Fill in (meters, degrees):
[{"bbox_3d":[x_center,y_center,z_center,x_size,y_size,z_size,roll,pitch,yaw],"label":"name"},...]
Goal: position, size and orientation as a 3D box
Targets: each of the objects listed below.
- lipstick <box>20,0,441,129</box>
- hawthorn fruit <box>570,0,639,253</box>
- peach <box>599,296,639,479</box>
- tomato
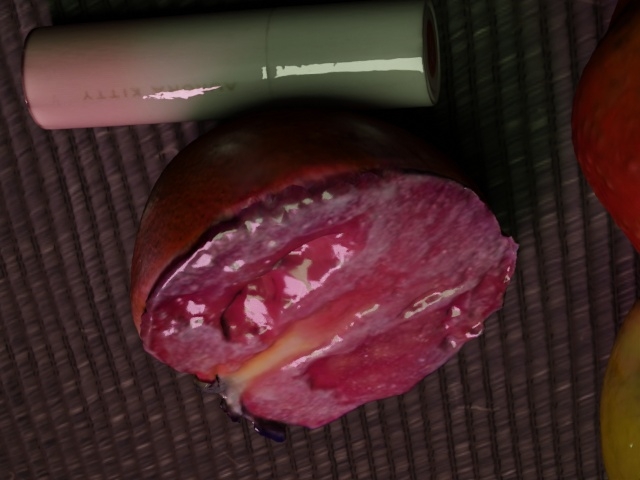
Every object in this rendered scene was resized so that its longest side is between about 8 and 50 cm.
[{"bbox_3d":[-0.071,-0.140,1.249,0.327,0.087,0.087,-2,123,14],"label":"lipstick"},{"bbox_3d":[0.324,-0.121,1.052,0.287,0.287,0.330,21,132,-3],"label":"hawthorn fruit"},{"bbox_3d":[0.374,0.165,1.229,0.281,0.314,0.315,-37,142,9],"label":"peach"},{"bbox_3d":[0.002,-0.001,1.266,0.290,0.176,0.335,-30,141,18],"label":"tomato"}]
